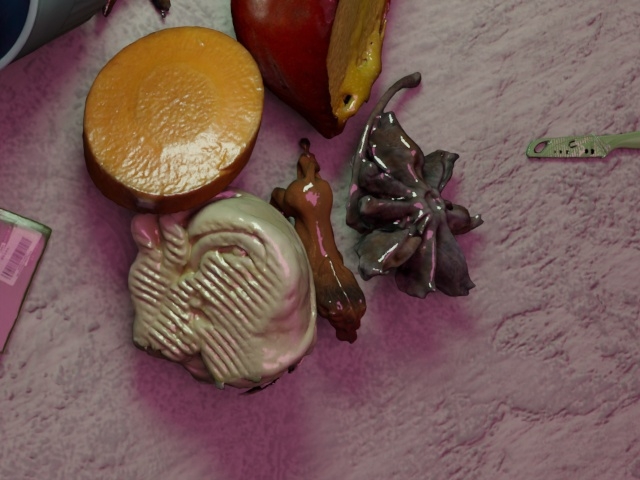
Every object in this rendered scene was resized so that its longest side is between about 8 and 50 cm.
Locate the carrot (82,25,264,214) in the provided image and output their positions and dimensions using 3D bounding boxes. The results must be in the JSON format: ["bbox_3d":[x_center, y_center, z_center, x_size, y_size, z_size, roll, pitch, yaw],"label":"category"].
[{"bbox_3d":[-0.207,-0.162,1.773,0.258,0.100,0.307,5,55,7],"label":"carrot"}]

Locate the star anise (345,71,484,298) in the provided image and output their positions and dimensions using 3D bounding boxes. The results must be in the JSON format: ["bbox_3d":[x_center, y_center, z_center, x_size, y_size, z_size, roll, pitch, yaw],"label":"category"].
[{"bbox_3d":[0.133,-0.052,1.936,0.316,0.139,0.359,60,43,-19],"label":"star anise"}]

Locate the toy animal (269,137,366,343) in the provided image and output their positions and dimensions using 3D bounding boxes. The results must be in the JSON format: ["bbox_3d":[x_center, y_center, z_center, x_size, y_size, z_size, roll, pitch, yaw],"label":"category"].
[{"bbox_3d":[0.000,0.000,1.874,0.097,0.157,0.312,-14,92,-18],"label":"toy animal"}]

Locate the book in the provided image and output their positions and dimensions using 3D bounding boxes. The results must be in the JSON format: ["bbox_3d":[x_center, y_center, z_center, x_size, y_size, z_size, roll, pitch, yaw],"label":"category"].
[{"bbox_3d":[-0.543,0.020,1.764,0.289,0.026,0.201,23,78,-14],"label":"book"}]

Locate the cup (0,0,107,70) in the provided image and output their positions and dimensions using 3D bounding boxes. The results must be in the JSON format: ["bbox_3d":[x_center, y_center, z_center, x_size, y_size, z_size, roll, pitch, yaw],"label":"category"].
[{"bbox_3d":[-0.446,-0.374,1.613,0.331,0.311,0.257,30,114,2],"label":"cup"}]

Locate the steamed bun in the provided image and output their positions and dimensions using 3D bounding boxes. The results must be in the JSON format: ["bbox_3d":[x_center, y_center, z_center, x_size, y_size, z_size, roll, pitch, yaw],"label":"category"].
[{"bbox_3d":[-0.118,0.059,1.803,0.267,0.207,0.280,7,106,20],"label":"steamed bun"}]

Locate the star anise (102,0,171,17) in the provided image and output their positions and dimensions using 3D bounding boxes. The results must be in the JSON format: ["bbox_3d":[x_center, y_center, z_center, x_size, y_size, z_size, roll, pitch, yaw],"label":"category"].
[{"bbox_3d":[-0.273,-0.456,1.846,0.272,0.102,0.272,-16,116,-36],"label":"star anise"}]

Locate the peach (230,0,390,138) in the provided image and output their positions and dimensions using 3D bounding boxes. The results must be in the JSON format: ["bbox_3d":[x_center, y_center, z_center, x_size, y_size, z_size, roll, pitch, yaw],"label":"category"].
[{"bbox_3d":[-0.020,-0.338,1.867,0.201,0.257,0.362,11,99,20],"label":"peach"}]

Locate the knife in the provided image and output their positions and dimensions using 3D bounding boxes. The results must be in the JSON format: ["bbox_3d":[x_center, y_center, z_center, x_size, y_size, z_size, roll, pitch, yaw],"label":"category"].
[{"bbox_3d":[0.474,-0.158,2.106,0.293,0.020,0.043,-4,90,-17],"label":"knife"}]
